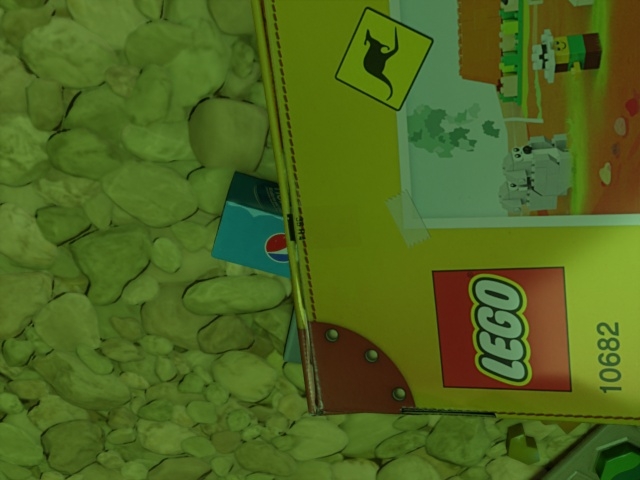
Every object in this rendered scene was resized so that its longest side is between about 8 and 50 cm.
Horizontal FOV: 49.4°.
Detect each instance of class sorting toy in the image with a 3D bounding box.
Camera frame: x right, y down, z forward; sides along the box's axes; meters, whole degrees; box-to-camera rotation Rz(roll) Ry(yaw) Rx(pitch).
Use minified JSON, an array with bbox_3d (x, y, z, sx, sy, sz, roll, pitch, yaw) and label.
[{"bbox_3d":[0.372,0.323,0.935,0.307,0.041,0.229,28,119,-16],"label":"sorting toy"}]

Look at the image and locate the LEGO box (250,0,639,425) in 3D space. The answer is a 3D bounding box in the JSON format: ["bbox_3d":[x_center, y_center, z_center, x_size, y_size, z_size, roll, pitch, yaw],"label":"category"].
[{"bbox_3d":[0.162,-0.162,0.382,0.372,0.193,0.500,-2,102,22],"label":"LEGO box"}]

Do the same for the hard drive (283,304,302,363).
[{"bbox_3d":[0.014,0.092,0.805,0.094,0.022,0.135,10,123,-5],"label":"hard drive"}]

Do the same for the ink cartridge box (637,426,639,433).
[{"bbox_3d":[0.502,0.253,0.788,0.283,0.207,0.117,33,117,-19],"label":"ink cartridge box"}]

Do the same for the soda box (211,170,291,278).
[{"bbox_3d":[0.000,0.000,0.720,0.210,0.067,0.071,15,122,-9],"label":"soda box"}]
